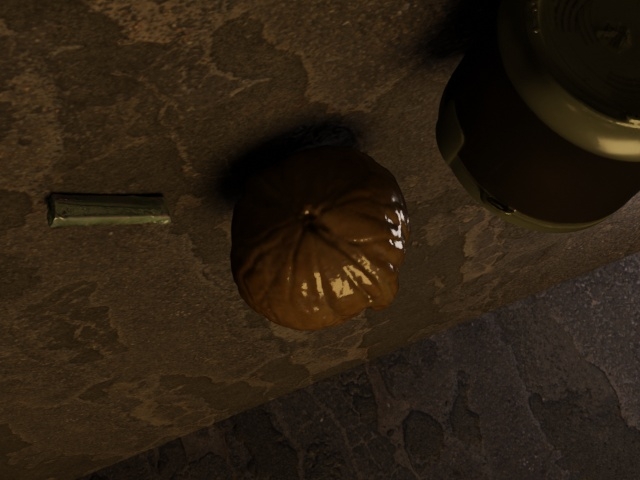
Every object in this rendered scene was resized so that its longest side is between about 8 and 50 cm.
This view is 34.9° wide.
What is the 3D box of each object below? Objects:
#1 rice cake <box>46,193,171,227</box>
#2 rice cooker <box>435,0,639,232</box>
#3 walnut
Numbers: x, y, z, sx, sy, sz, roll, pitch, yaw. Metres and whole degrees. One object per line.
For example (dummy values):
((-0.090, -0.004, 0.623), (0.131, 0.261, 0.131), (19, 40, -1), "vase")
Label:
((-0.309, -0.045, 1.507), (0.211, 0.043, 0.034), (-3, 158, -45), "rice cake")
((0.342, -0.195, 1.391), (0.335, 0.335, 0.325), (-16, 160, -20), "rice cooker")
((0.000, 0.000, 1.622), (0.333, 0.332, 0.333), (-20, 162, -7), "walnut")
